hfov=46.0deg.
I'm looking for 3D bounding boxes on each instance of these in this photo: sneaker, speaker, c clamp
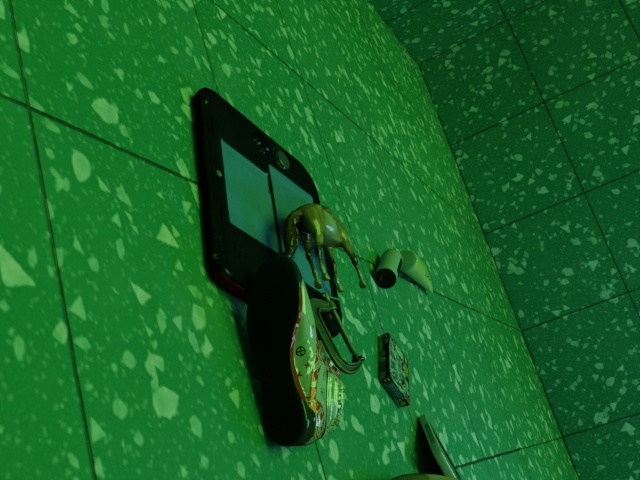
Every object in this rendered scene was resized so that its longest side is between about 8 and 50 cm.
[{"bbox_3d":[-0.032,0.164,1.117,0.145,0.090,0.270,23,57,-64],"label":"sneaker"},{"bbox_3d":[0.165,0.068,1.826,0.055,0.055,0.136,62,19,-11],"label":"speaker"},{"bbox_3d":[0.030,0.148,1.232,0.137,0.022,0.161,23,36,-57],"label":"c clamp"}]

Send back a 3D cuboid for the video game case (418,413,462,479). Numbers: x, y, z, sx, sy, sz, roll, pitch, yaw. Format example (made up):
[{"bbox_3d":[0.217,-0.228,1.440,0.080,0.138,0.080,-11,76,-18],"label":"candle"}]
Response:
[{"bbox_3d":[0.271,0.484,1.601,0.190,0.022,0.173,61,4,-14],"label":"video game case"}]

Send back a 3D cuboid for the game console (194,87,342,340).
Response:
[{"bbox_3d":[-0.086,-0.038,1.286,0.342,0.060,0.386,42,30,-50],"label":"game console"}]

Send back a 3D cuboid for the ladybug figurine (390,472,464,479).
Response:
[{"bbox_3d":[0.262,0.513,1.278,0.449,0.305,0.162,29,79,-51],"label":"ladybug figurine"}]

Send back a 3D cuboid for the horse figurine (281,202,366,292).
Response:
[{"bbox_3d":[0.000,0.000,1.290,0.263,0.066,0.174,14,55,-63],"label":"horse figurine"}]

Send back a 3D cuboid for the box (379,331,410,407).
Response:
[{"bbox_3d":[0.157,0.274,1.603,0.094,0.027,0.137,56,21,-28],"label":"box"}]

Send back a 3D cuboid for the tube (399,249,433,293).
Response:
[{"bbox_3d":[0.268,0.080,2.083,0.070,0.062,0.240,-67,154,-7],"label":"tube"}]
